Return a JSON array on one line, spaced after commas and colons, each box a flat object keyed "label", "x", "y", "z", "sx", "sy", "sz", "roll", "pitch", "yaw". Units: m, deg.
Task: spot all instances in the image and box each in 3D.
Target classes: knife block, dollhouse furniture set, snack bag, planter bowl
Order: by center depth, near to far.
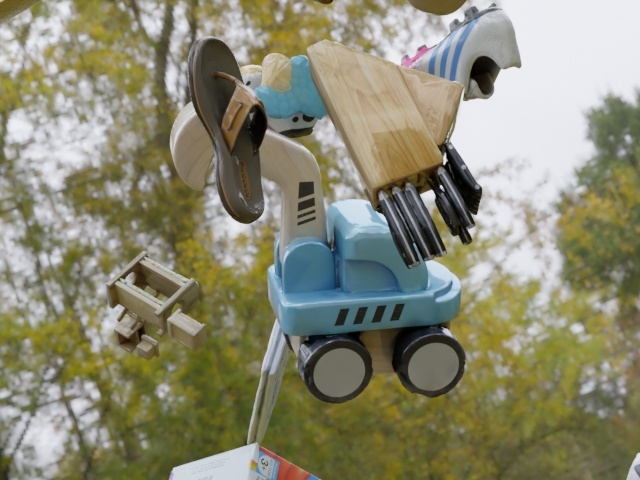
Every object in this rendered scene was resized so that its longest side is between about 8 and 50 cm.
[{"label": "knife block", "x": 0.077, "y": -0.096, "z": 1.420, "sx": 0.276, "sy": 0.242, "sz": 0.088, "roll": 20, "pitch": -17, "yaw": 9}, {"label": "dollhouse furniture set", "x": -0.238, "y": 0.132, "z": 1.853, "sx": 0.101, "sy": 0.182, "sz": 0.161, "roll": -45, "pitch": -28, "yaw": -35}, {"label": "planter bowl", "x": 0.216, "y": -0.541, "z": 2.322, "sx": 0.109, "sy": 0.162, "sz": 0.162, "roll": -8, "pitch": -23, "yaw": -46}, {"label": "snack bag", "x": -0.081, "y": 0.218, "z": 2.393, "sx": 0.037, "sy": 0.342, "sz": 0.323, "roll": 16, "pitch": -37, "yaw": 4}]

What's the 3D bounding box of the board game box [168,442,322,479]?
[{"label": "board game box", "x": -0.024, "y": 0.342, "z": 1.181, "sx": 0.275, "sy": 0.142, "sz": 0.144, "roll": 34, "pitch": -40, "yaw": -29}]

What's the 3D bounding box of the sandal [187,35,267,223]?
[{"label": "sandal", "x": -0.094, "y": -0.129, "z": 1.313, "sx": 0.060, "sy": 0.219, "sz": 0.090, "roll": -14, "pitch": -4, "yaw": 33}]

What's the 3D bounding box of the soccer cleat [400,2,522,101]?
[{"label": "soccer cleat", "x": 0.234, "y": -0.295, "z": 2.054, "sx": 0.116, "sy": 0.143, "sz": 0.331, "roll": -16, "pitch": -10, "yaw": -32}]

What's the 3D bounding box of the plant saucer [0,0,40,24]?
[{"label": "plant saucer", "x": -0.527, "y": -0.506, "z": 1.969, "sx": 0.081, "sy": 0.332, "sz": 0.333, "roll": 24, "pitch": -23, "yaw": -38}]

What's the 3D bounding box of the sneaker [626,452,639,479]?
[{"label": "sneaker", "x": 0.456, "y": 0.401, "z": 1.472, "sx": 0.153, "sy": 0.234, "sz": 0.094, "roll": 15, "pitch": 11, "yaw": 23}]

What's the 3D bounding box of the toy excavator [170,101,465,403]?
[{"label": "toy excavator", "x": 0.000, "y": 0.000, "z": 1.710, "sx": 0.433, "sy": 0.445, "sz": 0.222, "roll": -3, "pitch": 18, "yaw": -10}]

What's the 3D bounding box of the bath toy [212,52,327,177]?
[{"label": "bath toy", "x": -0.105, "y": -0.188, "z": 1.836, "sx": 0.129, "sy": 0.151, "sz": 0.348, "roll": -55, "pitch": 9, "yaw": -24}]

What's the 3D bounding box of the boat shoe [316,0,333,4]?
[{"label": "boat shoe", "x": -0.034, "y": -0.451, "z": 1.978, "sx": 0.064, "sy": 0.178, "sz": 0.060, "roll": -40, "pitch": -49, "yaw": -8}]
